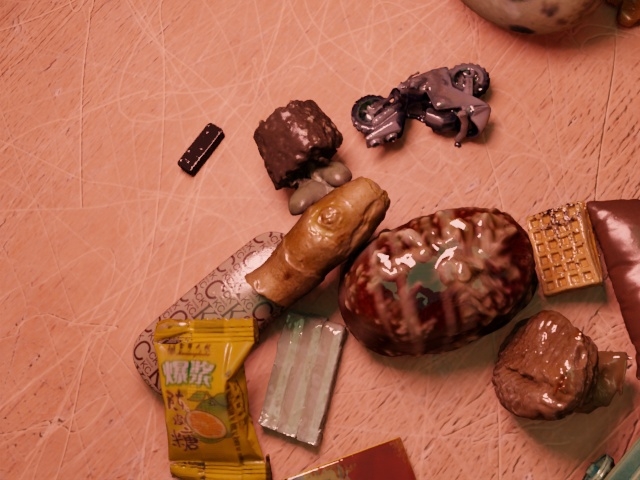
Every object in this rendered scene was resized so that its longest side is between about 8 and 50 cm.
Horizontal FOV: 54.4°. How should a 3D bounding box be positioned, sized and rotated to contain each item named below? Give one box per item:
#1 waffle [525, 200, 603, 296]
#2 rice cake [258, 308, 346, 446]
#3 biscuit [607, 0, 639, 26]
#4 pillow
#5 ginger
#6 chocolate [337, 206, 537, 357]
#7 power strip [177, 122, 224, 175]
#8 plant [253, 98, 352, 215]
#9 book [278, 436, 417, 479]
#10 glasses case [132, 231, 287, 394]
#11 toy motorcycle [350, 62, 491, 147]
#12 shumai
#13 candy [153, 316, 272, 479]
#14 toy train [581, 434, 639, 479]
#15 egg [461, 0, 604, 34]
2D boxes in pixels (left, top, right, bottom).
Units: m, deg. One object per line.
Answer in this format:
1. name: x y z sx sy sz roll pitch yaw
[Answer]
1. waffle: 0.408 0.014 1.044 0.102 0.042 0.148 -22 67 41
2. rice cake: -0.028 0.230 1.071 0.124 0.038 0.211 16 77 13
3. biscuit: 0.647 -0.455 1.184 0.225 0.036 0.166 41 83 15
4. pillow: 0.613 0.044 0.992 0.308 0.108 0.305 -14 70 9
5. ginger: 0.000 0.000 1.004 0.263 0.116 0.109 -42 115 4
6. chocolate: 0.190 0.058 1.002 0.340 0.210 0.225 -16 73 4
7. power strip: -0.236 -0.180 1.236 0.038 0.029 0.111 33 78 17
8. plant: -0.009 -0.110 1.112 0.146 0.149 0.274 -29 83 45
9. book: -0.002 0.491 0.953 0.374 0.028 0.262 -17 69 -10
10. glasses case: -0.169 0.128 1.098 0.355 0.085 0.137 -41 77 -5
11. toy motorcycle: 0.198 -0.235 1.149 0.270 0.106 0.159 -21 65 -2
12. shumai: 0.377 0.210 0.951 0.176 0.206 0.166 24 83 -7
13. candy: -0.176 0.266 1.014 0.187 0.081 0.297 -2 101 11
14. toy train: 0.478 0.313 0.867 0.120 0.194 0.298 36 98 17
15. egg: 0.359 -0.571 1.101 0.345 0.345 0.428 -18 79 3
